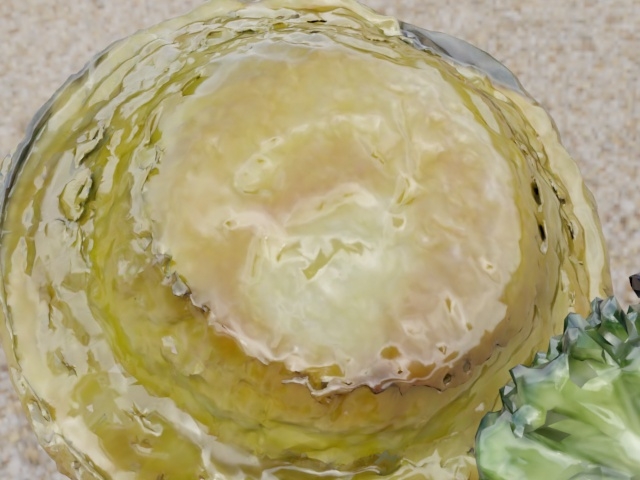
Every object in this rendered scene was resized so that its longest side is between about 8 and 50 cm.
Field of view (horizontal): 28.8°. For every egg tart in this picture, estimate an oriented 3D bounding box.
[{"bbox_3d":[0.000,0.000,0.821,0.443,0.178,0.443,5,66,-10],"label":"egg tart"}]

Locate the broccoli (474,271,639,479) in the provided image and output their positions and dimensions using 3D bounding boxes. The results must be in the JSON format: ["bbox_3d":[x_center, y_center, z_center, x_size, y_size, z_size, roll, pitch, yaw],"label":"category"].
[{"bbox_3d":[0.284,0.142,0.336,0.275,0.353,0.397,19,39,-46],"label":"broccoli"}]
